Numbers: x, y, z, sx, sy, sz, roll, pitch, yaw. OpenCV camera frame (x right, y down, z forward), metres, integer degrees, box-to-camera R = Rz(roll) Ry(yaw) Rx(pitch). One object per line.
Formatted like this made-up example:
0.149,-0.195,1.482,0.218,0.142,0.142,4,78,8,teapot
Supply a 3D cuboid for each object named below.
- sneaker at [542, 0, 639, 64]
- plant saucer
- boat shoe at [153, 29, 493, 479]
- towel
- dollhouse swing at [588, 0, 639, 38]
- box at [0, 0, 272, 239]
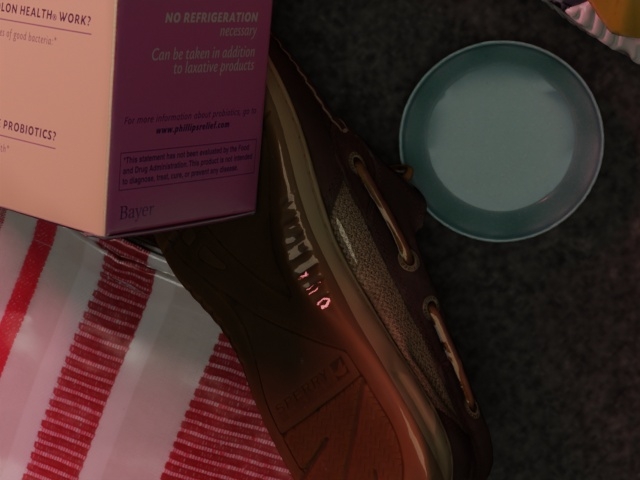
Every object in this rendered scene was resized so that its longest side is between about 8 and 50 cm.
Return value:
0.149,-0.206,0.795,0.235,0.094,0.153,37,102,-4,sneaker
0.106,-0.059,0.868,0.119,0.021,0.119,2,103,7,plant saucer
0.000,0.000,0.849,0.123,0.123,0.342,-38,74,38,boat shoe
-0.137,0.109,0.925,0.329,0.037,0.237,22,104,1,towel
0.280,-0.294,0.728,0.347,0.315,0.305,8,136,-4,dollhouse swing
-0.140,-0.144,0.782,0.214,0.117,0.242,14,106,36,box
